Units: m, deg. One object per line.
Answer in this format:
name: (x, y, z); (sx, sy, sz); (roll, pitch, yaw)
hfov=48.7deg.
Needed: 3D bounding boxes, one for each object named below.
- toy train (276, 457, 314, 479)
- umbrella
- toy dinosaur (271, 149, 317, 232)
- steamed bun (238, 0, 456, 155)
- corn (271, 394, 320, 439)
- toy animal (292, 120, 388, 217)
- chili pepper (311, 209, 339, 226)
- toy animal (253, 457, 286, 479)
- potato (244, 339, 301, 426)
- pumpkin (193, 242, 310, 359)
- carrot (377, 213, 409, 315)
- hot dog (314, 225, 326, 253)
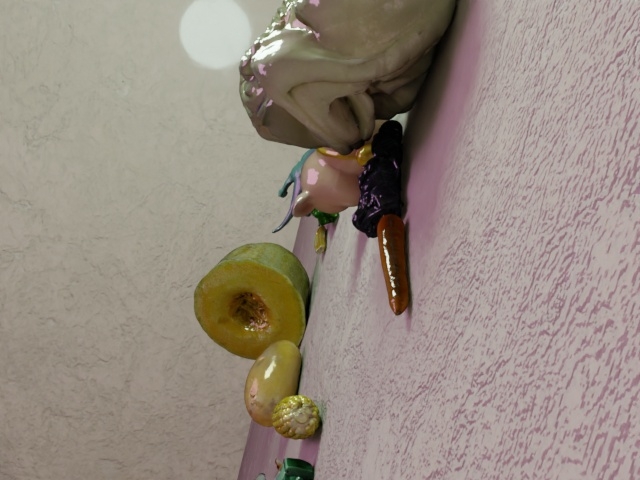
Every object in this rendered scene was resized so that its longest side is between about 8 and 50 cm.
toy train: (-0.049, 0.440, 1.164); (0.170, 0.071, 0.111); (-136, 67, -84)
umbrella: (0.092, -0.107, 1.040); (0.080, 0.071, 0.224); (-35, 28, 38)
toy dinosaur: (-0.008, -0.238, 1.937); (0.383, 0.129, 0.331); (-57, -8, -40)
steamed bun: (0.044, -0.268, 1.018); (0.352, 0.247, 0.339); (-48, 15, 4)
corn: (-0.050, 0.336, 1.344); (0.248, 0.081, 0.081); (121, 162, -74)
toy animal: (0.048, -0.154, 1.254); (0.248, 0.149, 0.165); (-60, -2, 32)
chili pepper: (0.003, -0.084, 1.860); (0.100, 0.074, 0.257); (59, -177, -7)
toy animal: (-0.111, 0.542, 1.288); (0.284, 0.225, 0.302); (-14, 49, 63)
potato: (-0.116, 0.353, 1.782); (0.150, 0.146, 0.234); (-32, 34, 37)
pumpkin: (-0.172, 0.152, 2.008); (0.199, 0.332, 0.333); (-62, -10, -56)
carrot: (0.093, 0.031, 0.872); (0.190, 0.037, 0.037); (-90, 14, -52)
hot dog: (0.001, 0.001, 1.930); (0.044, 0.028, 0.137); (-47, 18, 18)
